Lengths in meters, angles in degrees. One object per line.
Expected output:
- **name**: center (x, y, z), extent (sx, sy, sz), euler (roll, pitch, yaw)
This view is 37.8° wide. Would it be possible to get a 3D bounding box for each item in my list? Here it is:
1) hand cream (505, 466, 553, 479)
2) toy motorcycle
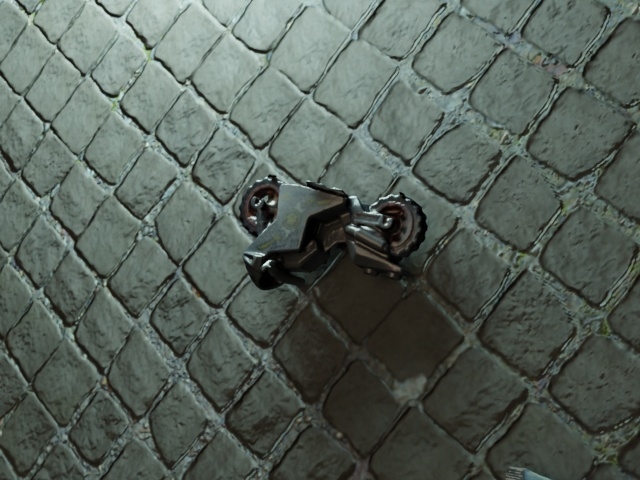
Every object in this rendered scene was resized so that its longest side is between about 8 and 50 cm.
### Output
- **hand cream**: center (0.268, 0.249, 0.734), extent (0.271, 0.058, 0.091), euler (5, 92, 36)
- **toy motorcycle**: center (0.000, 0.000, 0.956), extent (0.215, 0.080, 0.123), euler (9, 81, 29)
